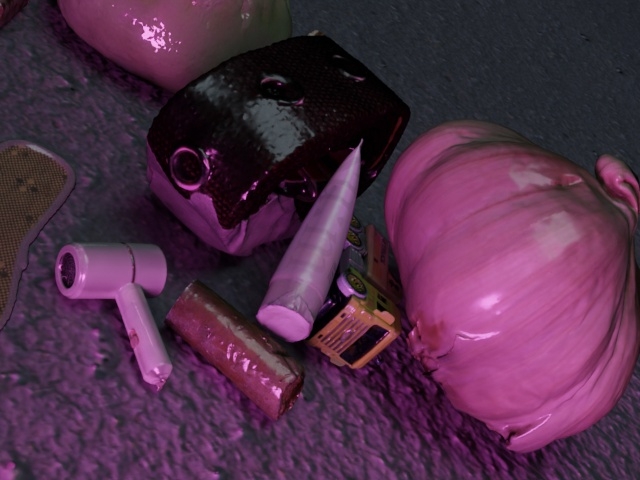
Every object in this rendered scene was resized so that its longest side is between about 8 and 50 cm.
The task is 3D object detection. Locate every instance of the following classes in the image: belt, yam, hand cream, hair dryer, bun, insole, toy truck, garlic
[{"bbox_3d":[-0.049,-0.100,1.110,0.164,0.184,0.289,45,32,14],"label":"belt"},{"bbox_3d":[-0.070,0.088,0.964,0.132,0.054,0.054,40,32,10],"label":"yam"},{"bbox_3d":[0.000,0.000,1.030,0.050,0.078,0.204,20,50,6],"label":"hand cream"},{"bbox_3d":[-0.155,0.061,0.937,0.082,0.047,0.137,1,52,-41],"label":"hair dryer"},{"bbox_3d":[-0.143,-0.288,1.280,0.283,0.179,0.283,27,32,-18],"label":"bun"},{"bbox_3d":[-0.275,0.001,0.936,0.109,0.007,0.322,30,33,-8],"label":"insole"},{"bbox_3d":[0.034,0.049,1.095,0.100,0.077,0.169,36,24,-21],"label":"toy truck"},{"bbox_3d":[0.187,0.034,1.106,0.241,0.321,0.322,-5,34,8],"label":"garlic"}]

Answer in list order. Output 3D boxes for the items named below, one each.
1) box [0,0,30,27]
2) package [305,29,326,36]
[{"bbox_3d":[-0.335,-0.252,1.181,0.062,0.045,0.098,32,33,-6],"label":"box"},{"bbox_3d":[-0.013,-0.153,1.269,0.108,0.031,0.120,-39,116,-22],"label":"package"}]
